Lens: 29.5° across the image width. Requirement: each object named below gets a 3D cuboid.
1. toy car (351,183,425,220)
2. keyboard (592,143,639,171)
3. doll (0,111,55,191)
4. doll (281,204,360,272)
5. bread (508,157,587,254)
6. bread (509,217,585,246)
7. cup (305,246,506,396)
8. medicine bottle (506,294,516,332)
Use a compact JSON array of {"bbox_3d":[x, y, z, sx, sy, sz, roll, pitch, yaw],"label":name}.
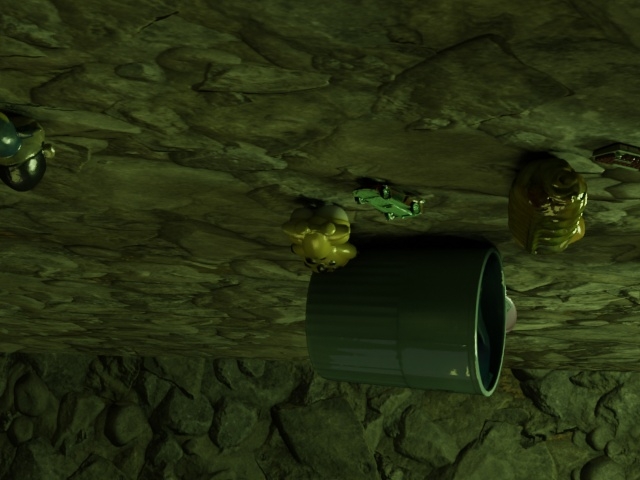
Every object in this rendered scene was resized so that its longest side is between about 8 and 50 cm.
[{"bbox_3d":[0.098,-0.061,1.786,0.059,0.035,0.122,-9,154,44],"label":"toy car"},{"bbox_3d":[0.431,-0.097,1.562,0.166,0.017,0.055,10,166,-27],"label":"keyboard"},{"bbox_3d":[-0.397,-0.130,1.539,0.102,0.088,0.179,0,143,14],"label":"doll"},{"bbox_3d":[0.000,-0.001,1.970,0.117,0.086,0.291,-2,169,5],"label":"doll"},{"bbox_3d":[0.310,-0.046,1.670,0.087,0.098,0.269,-39,166,-3],"label":"bread"},{"bbox_3d":[0.348,-0.014,1.870,0.115,0.056,0.082,1,168,12],"label":"bread"},{"bbox_3d":[0.162,0.112,2.178,0.311,0.331,0.256,1,134,19],"label":"cup"},{"bbox_3d":[0.307,0.158,2.504,0.094,0.119,0.188,14,164,-39],"label":"medicine bottle"}]
